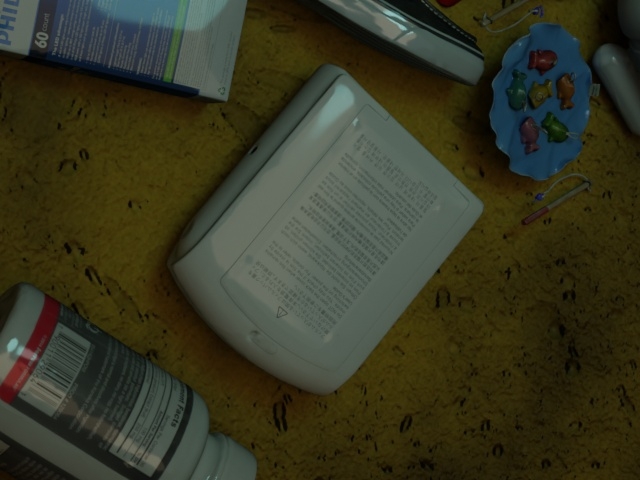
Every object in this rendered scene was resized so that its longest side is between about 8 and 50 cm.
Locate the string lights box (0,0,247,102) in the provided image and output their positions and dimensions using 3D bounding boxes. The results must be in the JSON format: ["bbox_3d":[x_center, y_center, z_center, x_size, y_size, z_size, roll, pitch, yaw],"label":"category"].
[{"bbox_3d":[-0.217,-0.237,1.609,0.260,0.077,0.133,12,89,-20],"label":"string lights box"}]

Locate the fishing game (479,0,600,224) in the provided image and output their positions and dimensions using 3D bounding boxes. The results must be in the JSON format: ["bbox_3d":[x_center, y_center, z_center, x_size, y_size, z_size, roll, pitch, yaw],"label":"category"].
[{"bbox_3d":[0.267,-0.160,1.767,0.189,0.041,0.264,-28,114,-38],"label":"fishing game"}]

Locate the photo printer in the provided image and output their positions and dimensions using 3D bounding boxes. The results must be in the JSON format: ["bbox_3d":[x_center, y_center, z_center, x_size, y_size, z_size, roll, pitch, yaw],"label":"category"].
[{"bbox_3d":[0.000,0.000,1.687,0.256,0.107,0.307,41,81,-17],"label":"photo printer"}]

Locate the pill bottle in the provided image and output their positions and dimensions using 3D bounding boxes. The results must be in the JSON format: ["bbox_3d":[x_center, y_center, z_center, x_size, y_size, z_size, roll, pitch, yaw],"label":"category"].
[{"bbox_3d":[-0.228,0.197,1.585,0.318,0.176,0.176,36,82,-18],"label":"pill bottle"}]

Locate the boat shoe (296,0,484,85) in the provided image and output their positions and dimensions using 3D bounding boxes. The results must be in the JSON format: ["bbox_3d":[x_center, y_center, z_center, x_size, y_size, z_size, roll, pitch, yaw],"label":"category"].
[{"bbox_3d":[0.054,-0.289,1.678,0.335,0.121,0.119,29,88,-17],"label":"boat shoe"}]

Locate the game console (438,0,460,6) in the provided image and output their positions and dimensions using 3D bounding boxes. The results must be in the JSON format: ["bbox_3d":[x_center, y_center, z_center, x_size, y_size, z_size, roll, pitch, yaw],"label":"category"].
[{"bbox_3d":[0.159,-0.368,1.767,0.144,0.085,0.124,53,46,-16],"label":"game console"}]

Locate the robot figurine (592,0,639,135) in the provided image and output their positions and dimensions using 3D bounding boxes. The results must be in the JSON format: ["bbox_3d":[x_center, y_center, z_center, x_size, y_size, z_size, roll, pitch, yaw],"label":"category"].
[{"bbox_3d":[0.476,-0.224,1.781,0.300,0.200,0.353,-23,111,21],"label":"robot figurine"}]
